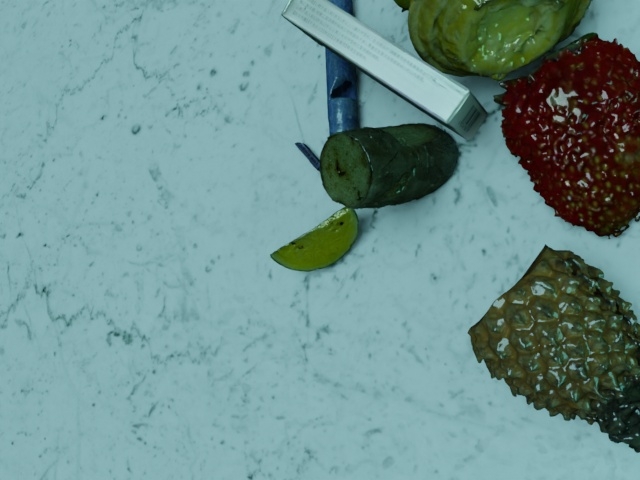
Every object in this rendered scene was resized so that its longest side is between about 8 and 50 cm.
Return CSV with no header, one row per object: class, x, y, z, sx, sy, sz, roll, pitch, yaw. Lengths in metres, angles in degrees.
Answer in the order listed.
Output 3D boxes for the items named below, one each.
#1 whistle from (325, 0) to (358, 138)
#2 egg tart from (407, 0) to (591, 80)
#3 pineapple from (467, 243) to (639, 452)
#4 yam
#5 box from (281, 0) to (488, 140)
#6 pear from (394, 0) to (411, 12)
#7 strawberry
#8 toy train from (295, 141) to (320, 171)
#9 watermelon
whistle,0.037,-0.342,1.338,0.062,0.062,0.304,-7,79,29
egg tart,0.282,-0.345,1.065,0.290,0.290,0.115,-24,52,24
pineapple,0.399,0.186,0.980,0.357,0.223,0.223,42,103,19
yam,0.110,-0.127,1.181,0.154,0.254,0.154,13,110,39
box,0.114,-0.297,1.173,0.343,0.200,0.065,38,103,18
pear,0.235,-0.508,1.140,0.269,0.269,0.321,51,123,25
strawberry,0.409,-0.167,1.059,0.233,0.137,0.306,-32,67,20
toy train,-0.022,-0.169,1.369,0.017,0.017,0.083,-45,64,13
watermelon,0.006,0.009,1.288,0.181,0.092,0.075,-31,82,13
